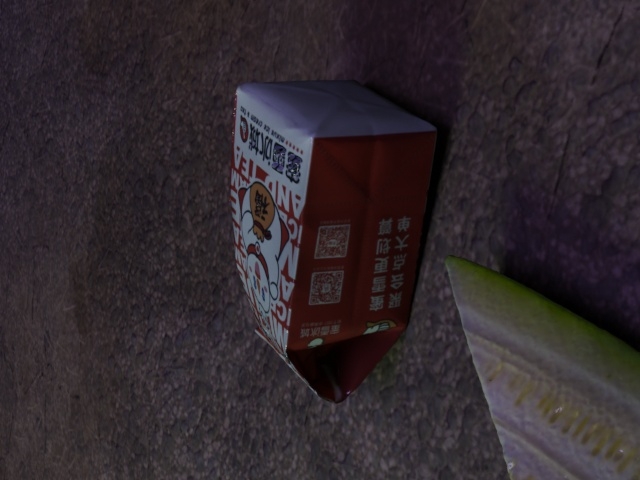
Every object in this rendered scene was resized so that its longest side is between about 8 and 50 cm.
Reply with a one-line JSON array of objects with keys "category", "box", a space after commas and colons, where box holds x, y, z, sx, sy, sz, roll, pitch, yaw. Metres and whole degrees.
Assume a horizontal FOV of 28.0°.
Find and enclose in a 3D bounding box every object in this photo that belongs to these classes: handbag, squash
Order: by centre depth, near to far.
[{"category": "squash", "box": [0.172, 0.159, 1.043, 0.288, 0.111, 0.203, 28, 82, 47]}, {"category": "handbag", "box": [0.000, 0.000, 1.271, 0.171, 0.151, 0.298, 39, 129, 52]}]
